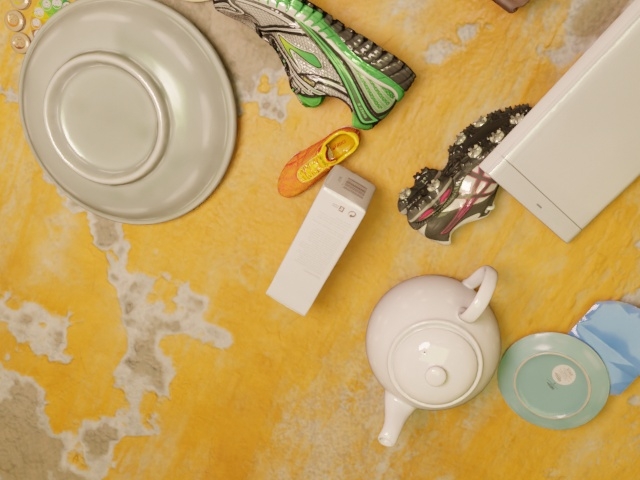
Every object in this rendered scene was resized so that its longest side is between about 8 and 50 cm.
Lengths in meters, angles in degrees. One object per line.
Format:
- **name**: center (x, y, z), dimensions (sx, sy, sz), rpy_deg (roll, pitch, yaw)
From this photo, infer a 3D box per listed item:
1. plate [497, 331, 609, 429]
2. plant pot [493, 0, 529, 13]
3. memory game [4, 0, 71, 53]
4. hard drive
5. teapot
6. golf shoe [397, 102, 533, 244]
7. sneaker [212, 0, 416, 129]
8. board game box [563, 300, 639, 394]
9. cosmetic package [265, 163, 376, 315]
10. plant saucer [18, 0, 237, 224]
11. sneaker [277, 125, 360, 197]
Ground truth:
- **plate**: center (0.409, 0.254, 1.113), dimensions (0.188, 0.024, 0.188), rpy_deg (6, 105, 21)
- **plant pot**: center (0.264, -0.436, 0.920), dimensions (0.165, 0.167, 0.167), rpy_deg (36, 105, -10)
- **memory game**: center (-0.464, -0.376, 1.096), dimensions (0.186, 0.012, 0.186), rpy_deg (2, 104, 6)
- **hard drive**: center (0.441, -0.180, 0.962), dimensions (0.233, 0.047, 0.353), rpy_deg (32, 107, -32)
- **teapot**: center (0.194, 0.184, 1.061), dimensions (0.253, 0.187, 0.256), rpy_deg (-14, 101, 10)
- **golf shoe**: center (0.257, -0.110, 1.040), dimensions (0.273, 0.105, 0.120), rpy_deg (-41, 118, 15)
- **sneaker**: center (-0.027, -0.297, 0.998), dimensions (0.343, 0.134, 0.146), rpy_deg (32, 106, -2)
- **board game box**: center (0.503, 0.183, 1.100), dimensions (0.133, 0.033, 0.168), rpy_deg (38, 107, 9)
- **cosmetic package**: center (0.000, 0.000, 1.052), dimensions (0.085, 0.117, 0.231), rpy_deg (30, 118, -1)
- **plant saucer**: center (-0.344, -0.207, 1.061), dimensions (0.401, 0.100, 0.400), rpy_deg (3, 109, 9)
- **sneaker**: center (-0.009, -0.135, 1.069), dimensions (0.175, 0.067, 0.064), rpy_deg (-40, 99, 16)
